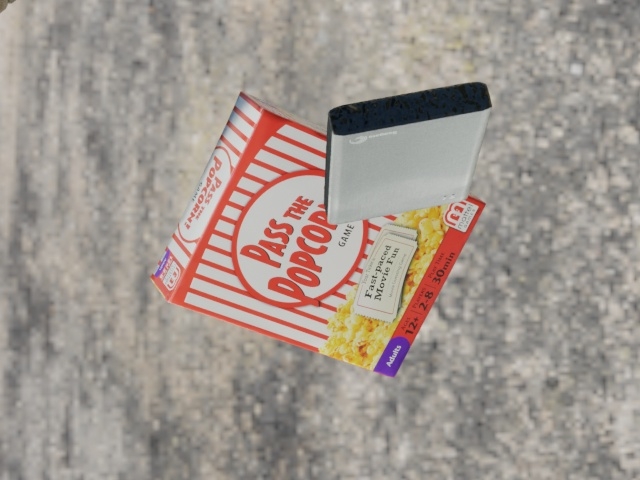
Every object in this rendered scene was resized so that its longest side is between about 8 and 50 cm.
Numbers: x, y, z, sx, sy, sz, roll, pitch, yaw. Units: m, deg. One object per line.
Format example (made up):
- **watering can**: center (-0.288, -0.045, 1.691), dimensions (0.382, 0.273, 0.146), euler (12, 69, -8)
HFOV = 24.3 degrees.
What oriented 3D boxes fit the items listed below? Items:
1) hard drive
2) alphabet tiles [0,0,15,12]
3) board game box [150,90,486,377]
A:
- **hard drive**: center (0.050, -0.052, 0.911), dimensions (0.135, 0.094, 0.022), euler (92, 167, -68)
- **alphabet tiles**: center (-0.089, -0.220, 0.642), dimensions (0.011, 0.342, 0.285), euler (38, 148, 7)
- **board game box**: center (0.000, 0.000, 1.037), dimensions (0.147, 0.193, 0.045), euler (-64, 30, 11)
